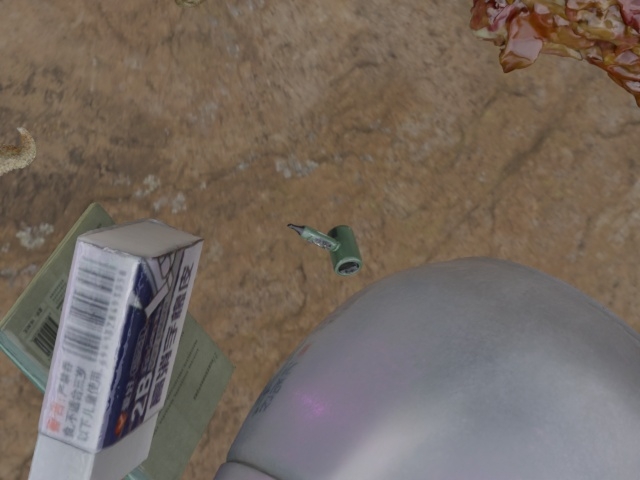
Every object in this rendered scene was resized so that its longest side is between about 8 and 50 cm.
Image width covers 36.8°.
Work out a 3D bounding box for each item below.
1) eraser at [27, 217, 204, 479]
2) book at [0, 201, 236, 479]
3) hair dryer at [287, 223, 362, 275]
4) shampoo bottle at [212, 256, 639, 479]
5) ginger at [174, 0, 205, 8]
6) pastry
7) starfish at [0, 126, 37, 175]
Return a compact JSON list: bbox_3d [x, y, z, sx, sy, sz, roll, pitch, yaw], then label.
[{"bbox_3d":[-0.164,0.095,0.776,0.068,0.124,0.210,18,103,11],"label":"eraser"},{"bbox_3d":[-0.211,0.125,1.045,0.025,0.214,0.282,-12,124,33],"label":"book"},{"bbox_3d":[0.000,0.000,1.461,0.150,0.071,0.047,23,129,-41],"label":"hair dryer"},{"bbox_3d":[0.075,0.170,0.589,0.266,0.273,0.273,-48,115,-24],"label":"shampoo bottle"},{"bbox_3d":[-0.164,-0.356,1.147,0.080,0.333,0.166,7,95,-40],"label":"ginger"},{"bbox_3d":[0.134,-0.088,0.332,0.170,0.063,0.087,16,90,0],"label":"pastry"},{"bbox_3d":[-0.568,-0.078,1.382,0.299,0.302,0.060,0,156,-9],"label":"starfish"}]
